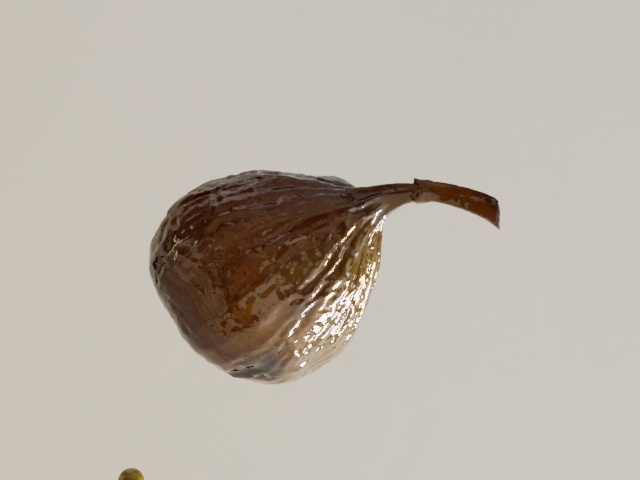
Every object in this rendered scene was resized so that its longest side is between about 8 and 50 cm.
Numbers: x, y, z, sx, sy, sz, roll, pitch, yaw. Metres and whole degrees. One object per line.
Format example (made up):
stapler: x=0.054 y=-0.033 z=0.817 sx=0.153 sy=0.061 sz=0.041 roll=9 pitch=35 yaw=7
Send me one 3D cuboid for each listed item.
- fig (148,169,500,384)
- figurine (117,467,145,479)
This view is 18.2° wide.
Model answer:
fig: x=0.000 y=0.000 z=1.204 sx=0.133 sy=0.201 sz=0.146 roll=60 pitch=-154 yaw=3
figurine: x=-0.074 y=0.150 z=0.740 sx=0.101 sy=0.068 sz=0.143 roll=10 pitch=-149 yaw=17
